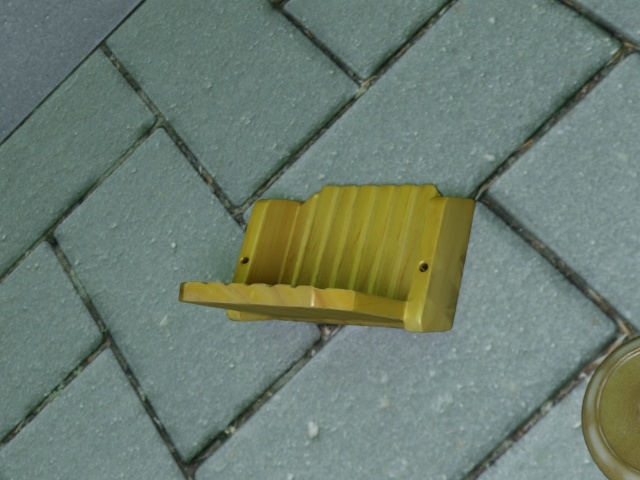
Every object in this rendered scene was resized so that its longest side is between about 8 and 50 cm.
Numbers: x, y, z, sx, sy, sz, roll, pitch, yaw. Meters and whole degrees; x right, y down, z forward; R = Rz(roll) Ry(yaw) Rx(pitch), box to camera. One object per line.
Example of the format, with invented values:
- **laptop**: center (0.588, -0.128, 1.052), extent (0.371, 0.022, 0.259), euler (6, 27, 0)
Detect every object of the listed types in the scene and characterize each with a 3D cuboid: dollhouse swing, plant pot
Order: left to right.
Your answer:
- **dollhouse swing**: center (0.000, 0.000, 1.474), extent (0.347, 0.305, 0.315), euler (1, 67, 32)
- **plant pot**: center (0.453, 0.224, 1.261), extent (0.236, 0.032, 0.236), euler (-14, 60, 25)
